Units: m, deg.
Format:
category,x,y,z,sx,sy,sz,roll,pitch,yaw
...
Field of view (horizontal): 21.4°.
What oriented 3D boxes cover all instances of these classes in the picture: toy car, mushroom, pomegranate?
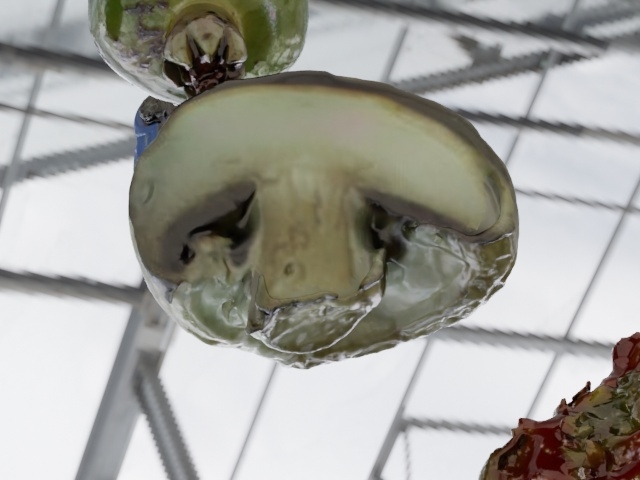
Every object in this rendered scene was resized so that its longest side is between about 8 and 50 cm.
category,x,y,z,sx,sy,sz,roll,pitch,yaw
toy car,-0.150,-0.063,1.707,0.103,0.063,0.216,40,-152,-42
mushroom,-0.005,-0.006,1.218,0.267,0.164,0.189,-16,-118,-13
pomegranate,-0.083,-0.176,1.332,0.179,0.179,0.210,-3,-143,-40

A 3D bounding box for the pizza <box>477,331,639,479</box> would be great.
category,x,y,z,sx,sy,sz,roll,pitch,yaw
pizza,0.128,0.247,1.134,0.130,0.406,0.440,53,-157,-26
